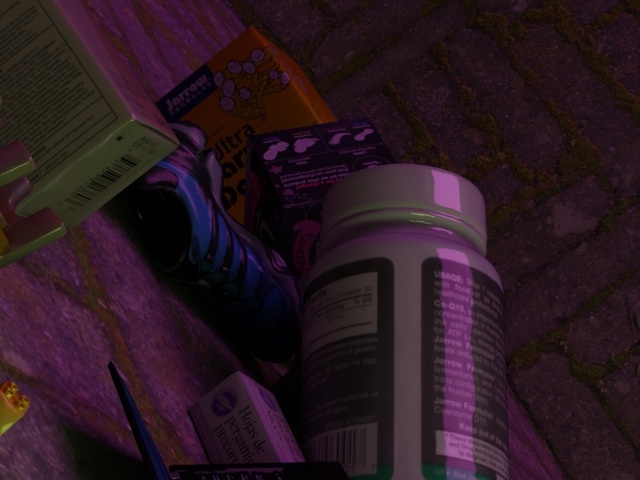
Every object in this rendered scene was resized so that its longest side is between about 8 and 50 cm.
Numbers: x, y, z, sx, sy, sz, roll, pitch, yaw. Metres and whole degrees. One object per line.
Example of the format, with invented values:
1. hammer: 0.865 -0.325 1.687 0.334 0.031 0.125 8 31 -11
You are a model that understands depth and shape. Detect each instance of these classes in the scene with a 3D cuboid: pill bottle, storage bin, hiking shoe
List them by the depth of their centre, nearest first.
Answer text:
1. pill bottle: 0.082 0.120 1.395 0.204 0.204 0.361 42 43 -50
2. hiking shoe: -0.130 0.023 1.557 0.304 0.113 0.132 57 38 -12
3. storage bin: 0.016 0.154 1.611 0.098 0.135 0.091 54 33 3

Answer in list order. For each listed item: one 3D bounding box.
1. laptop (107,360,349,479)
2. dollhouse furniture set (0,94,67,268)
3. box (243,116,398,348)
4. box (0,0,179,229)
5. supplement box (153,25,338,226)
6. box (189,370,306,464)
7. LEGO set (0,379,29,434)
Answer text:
1. laptop: -0.029 0.217 1.060 0.264 0.136 0.234 4 39 -32
2. dollhouse furniture set: -0.331 -0.130 0.960 0.201 0.152 0.374 48 -16 31
3. box: 0.000 0.000 1.691 0.142 0.163 0.247 -119 -155 -45
4. box: -0.284 -0.178 1.315 0.311 0.148 0.121 56 8 14
5. supplement box: -0.049 -0.098 2.058 0.356 0.194 0.195 55 9 18
6. box: -0.024 0.255 1.218 0.067 0.063 0.324 44 13 -47
7. LEGO set: -0.213 0.100 0.742 0.087 0.093 0.227 51 9 -12
